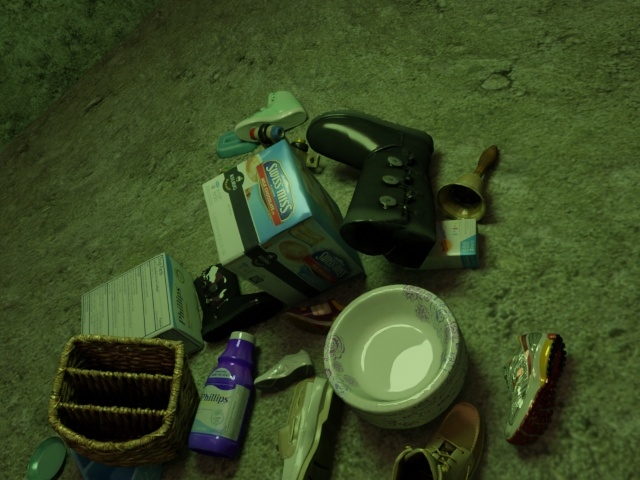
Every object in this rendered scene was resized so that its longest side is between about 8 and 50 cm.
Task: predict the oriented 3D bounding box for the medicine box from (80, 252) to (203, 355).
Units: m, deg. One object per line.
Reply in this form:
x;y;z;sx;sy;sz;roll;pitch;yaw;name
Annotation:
-0.500;0.224;1.349;0.289;0.149;0.263;-27;50;5;medicine box

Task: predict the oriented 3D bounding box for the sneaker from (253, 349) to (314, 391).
-0.088;0.313;1.160;0.152;0.054;0.061;-23;36;4;sneaker

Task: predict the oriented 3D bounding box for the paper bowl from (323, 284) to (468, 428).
0.160;0.246;1.009;0.284;0.148;0.284;-16;45;16;paper bowl

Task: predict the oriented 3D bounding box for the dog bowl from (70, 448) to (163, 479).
-0.509;0.522;1.188;0.297;0.074;0.166;32;74;38;dog bowl

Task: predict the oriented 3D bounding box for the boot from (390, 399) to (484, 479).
0.209;0.385;0.858;0.095;0.203;0.262;20;67;35;boot

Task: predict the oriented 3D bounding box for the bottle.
-0.219;0.359;1.154;0.118;0.092;0.283;-6;54;29;bottle

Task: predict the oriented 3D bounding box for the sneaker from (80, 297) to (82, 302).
-0.720;0.191;1.538;0.135;0.058;0.052;5;59;29;sneaker

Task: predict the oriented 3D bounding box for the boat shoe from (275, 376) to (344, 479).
-0.035;0.432;1.011;0.103;0.113;0.302;-1;46;26;boat shoe

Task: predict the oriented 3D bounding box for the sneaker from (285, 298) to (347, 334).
0.005;0.183;1.200;0.185;0.070;0.084;9;52;23;sneaker

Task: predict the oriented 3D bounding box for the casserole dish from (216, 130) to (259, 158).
-0.303;-0.359;1.753;0.188;0.037;0.114;-10;53;20;casserole dish

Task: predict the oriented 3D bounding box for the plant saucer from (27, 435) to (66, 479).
-0.714;0.579;1.278;0.119;0.021;0.119;-13;52;17;plant saucer

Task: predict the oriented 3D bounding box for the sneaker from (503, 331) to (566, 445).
0.398;0.283;0.936;0.092;0.088;0.225;0;54;50;sneaker

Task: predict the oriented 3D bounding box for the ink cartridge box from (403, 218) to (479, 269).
0.289;0.011;1.185;0.181;0.061;0.104;-5;54;23;ink cartridge box

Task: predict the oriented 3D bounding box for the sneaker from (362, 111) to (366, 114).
0.104;-0.325;1.519;0.074;0.063;0.170;31;79;38;sneaker

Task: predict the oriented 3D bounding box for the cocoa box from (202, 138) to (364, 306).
-0.077;-0.025;1.172;0.228;0.347;0.231;-27;59;12;cocoa box

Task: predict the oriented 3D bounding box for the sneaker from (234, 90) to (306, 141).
-0.190;-0.442;1.711;0.255;0.094;0.151;-19;54;-7;sneaker

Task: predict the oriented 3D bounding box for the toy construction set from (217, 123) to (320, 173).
-0.138;-0.196;1.489;0.308;0.237;0.258;-20;79;33;toy construction set

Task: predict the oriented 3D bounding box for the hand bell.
0.406;-0.172;1.252;0.126;0.126;0.242;15;53;33;hand bell

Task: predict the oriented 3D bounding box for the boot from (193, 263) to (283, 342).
-0.233;0.138;1.319;0.246;0.094;0.207;-28;53;13;boot

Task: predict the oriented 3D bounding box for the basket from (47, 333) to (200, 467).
-0.456;0.366;1.105;0.299;0.223;0.213;4;38;7;basket

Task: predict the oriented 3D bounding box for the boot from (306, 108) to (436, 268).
0.105;-0.145;1.222;0.367;0.146;0.445;8;46;7;boot
